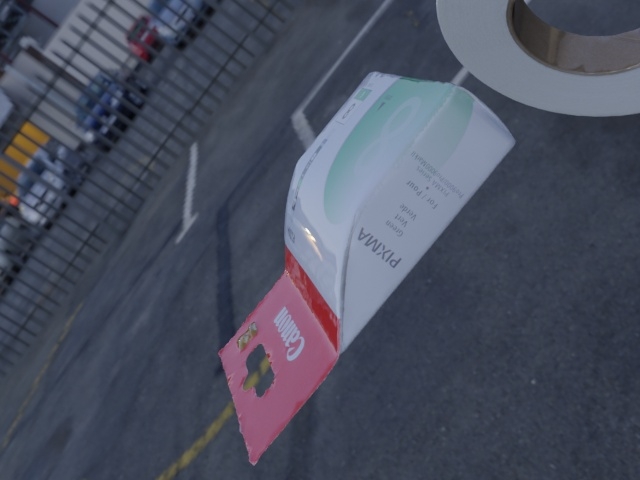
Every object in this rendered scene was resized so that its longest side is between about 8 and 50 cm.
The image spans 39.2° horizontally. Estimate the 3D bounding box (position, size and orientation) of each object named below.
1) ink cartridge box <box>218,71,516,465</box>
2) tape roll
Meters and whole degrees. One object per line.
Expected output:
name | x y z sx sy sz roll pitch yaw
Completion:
ink cartridge box | 0.000 0.000 0.546 0.224 0.056 0.181 -49 17 2
tape roll | 0.338 -0.297 1.102 0.392 0.392 0.072 -29 39 54
